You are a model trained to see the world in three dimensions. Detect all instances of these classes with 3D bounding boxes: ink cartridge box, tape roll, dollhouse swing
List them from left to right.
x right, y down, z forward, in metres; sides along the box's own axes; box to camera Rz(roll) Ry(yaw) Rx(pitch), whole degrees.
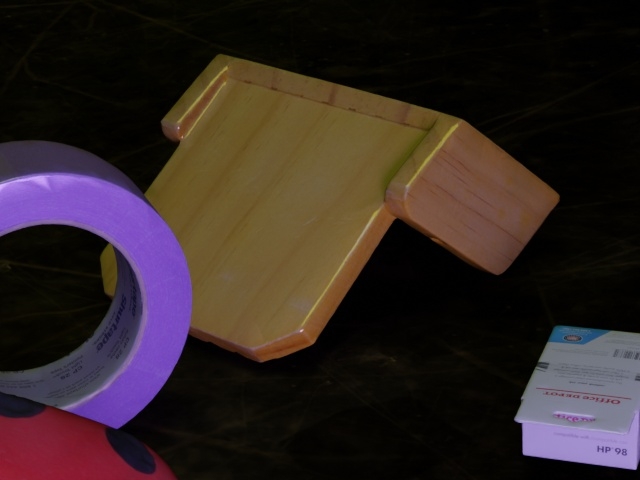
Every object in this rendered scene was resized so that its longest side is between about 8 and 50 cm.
[{"bbox_3d":[-0.257,0.053,1.760,0.274,0.275,0.090,-12,27,-17],"label":"tape roll"},{"bbox_3d":[0.000,0.000,2.092,0.347,0.305,0.315,18,-9,39],"label":"dollhouse swing"},{"bbox_3d":[0.238,0.145,1.747,0.104,0.060,0.180,6,27,18],"label":"ink cartridge box"}]

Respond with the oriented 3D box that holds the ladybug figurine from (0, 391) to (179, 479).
[{"bbox_3d":[-0.276,0.193,1.439,0.449,0.162,0.305,14,-17,0],"label":"ladybug figurine"}]
